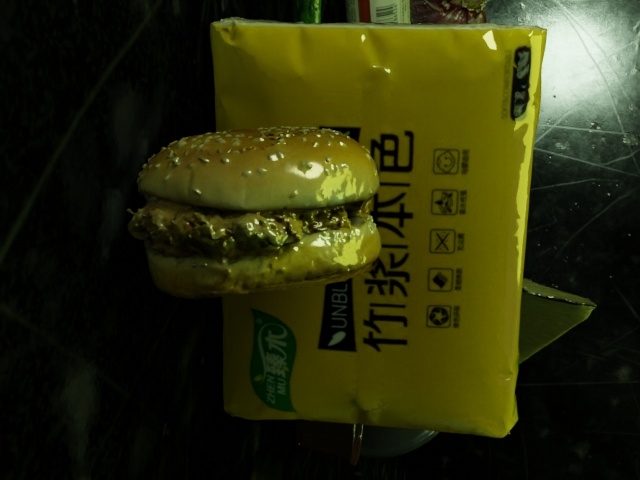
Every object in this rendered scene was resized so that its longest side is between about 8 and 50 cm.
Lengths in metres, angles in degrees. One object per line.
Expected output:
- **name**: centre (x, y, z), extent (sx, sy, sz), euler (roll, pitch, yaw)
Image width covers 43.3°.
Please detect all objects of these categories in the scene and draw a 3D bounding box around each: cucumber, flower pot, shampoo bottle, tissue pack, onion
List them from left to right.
- **cucumber**: centre (-0.016, -0.294, 0.975), extent (0.039, 0.039, 0.168), euler (-60, 154, -64)
- **flower pot**: centre (0.012, 0.265, 1.161), extent (0.111, 0.089, 0.111), euler (4, 90, -79)
- **shampoo bottle**: centre (0.087, -0.412, 1.267), extent (0.278, 0.104, 0.104), euler (82, 17, -44)
- **tissue pack**: centre (0.055, -0.023, 0.799), extent (0.228, 0.293, 0.382), euler (-66, 157, -72)
- **flower pot**: centre (0.095, 0.219, 1.326), extent (0.148, 0.235, 0.235), euler (61, 28, -30)
- **onion**: centre (0.197, -0.533, 1.683), extent (0.349, 0.159, 0.267), euler (50, -16, 52)

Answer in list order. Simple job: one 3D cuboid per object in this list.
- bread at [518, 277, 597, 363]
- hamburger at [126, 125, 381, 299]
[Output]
- **bread**: centre (0.236, 0.052, 1.358), extent (0.405, 0.345, 0.242), euler (103, 5, -59)
- **hamburger**: centre (-0.050, -0.024, 0.588), extent (0.190, 0.181, 0.118), euler (-13, 98, -33)
